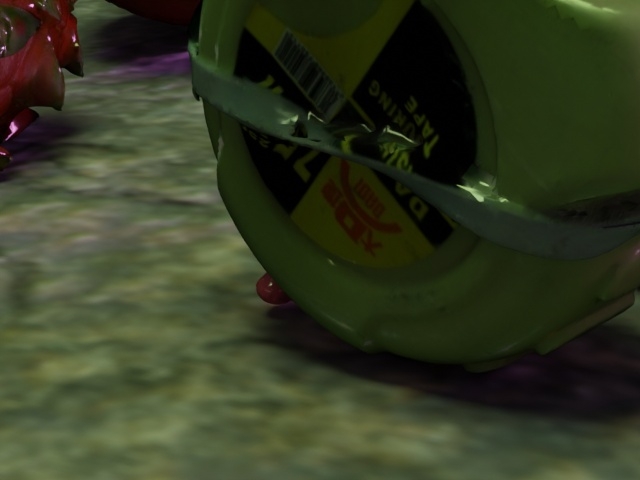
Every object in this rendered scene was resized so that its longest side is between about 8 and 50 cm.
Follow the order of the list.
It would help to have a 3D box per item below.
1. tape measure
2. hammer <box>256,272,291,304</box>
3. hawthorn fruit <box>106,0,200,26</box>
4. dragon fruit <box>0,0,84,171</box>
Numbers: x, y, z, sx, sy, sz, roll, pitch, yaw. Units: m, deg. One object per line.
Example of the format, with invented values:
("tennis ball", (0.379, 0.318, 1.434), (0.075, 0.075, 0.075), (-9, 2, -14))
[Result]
("tape measure", (0.040, -0.052, 0.508), (0.200, 0.175, 0.106), (45, 44, 19))
("hammer", (0.000, 0.000, 0.596), (0.053, 0.031, 0.083), (1, 27, 27))
("hawthorn fruit", (-0.007, -0.242, 0.959), (0.308, 0.276, 0.276), (12, 17, -12))
("dragon fruit", (-0.200, -0.090, 0.739), (0.135, 0.137, 0.236), (4, 24, 32))
